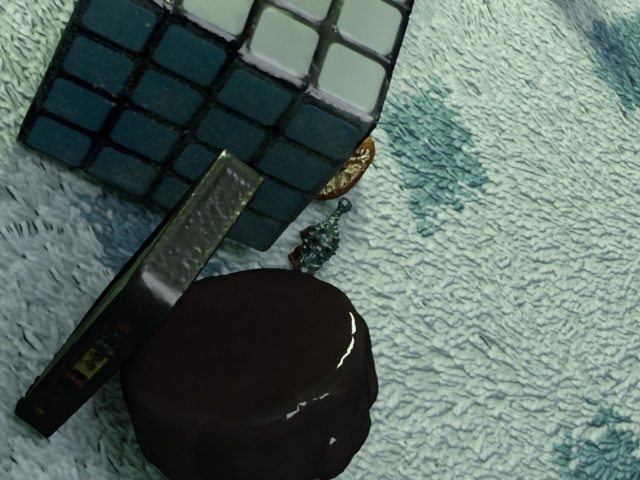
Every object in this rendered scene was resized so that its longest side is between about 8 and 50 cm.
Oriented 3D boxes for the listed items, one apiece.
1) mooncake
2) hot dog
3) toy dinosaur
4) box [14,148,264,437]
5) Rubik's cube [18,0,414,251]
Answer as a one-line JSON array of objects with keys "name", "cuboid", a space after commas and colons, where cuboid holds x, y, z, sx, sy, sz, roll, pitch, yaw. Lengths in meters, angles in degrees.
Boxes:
[{"name": "mooncake", "cuboid": [-0.076, 0.158, 1.524, 0.283, 0.141, 0.283, -4, 37, 3]}, {"name": "hot dog", "cuboid": [0.015, -0.117, 1.838, 0.099, 0.065, 0.147, 45, 48, -9]}, {"name": "toy dinosaur", "cuboid": [0.000, 0.000, 1.773, 0.049, 0.055, 0.154, 38, 53, -8]}, {"name": "box", "cuboid": [-0.189, 0.061, 1.416, 0.058, 0.350, 0.211, 38, 52, -9]}, {"name": "Rubik's cube", "cuboid": [-0.108, -0.245, 1.620, 0.337, 0.344, 0.344, 24, 55, -11]}]
